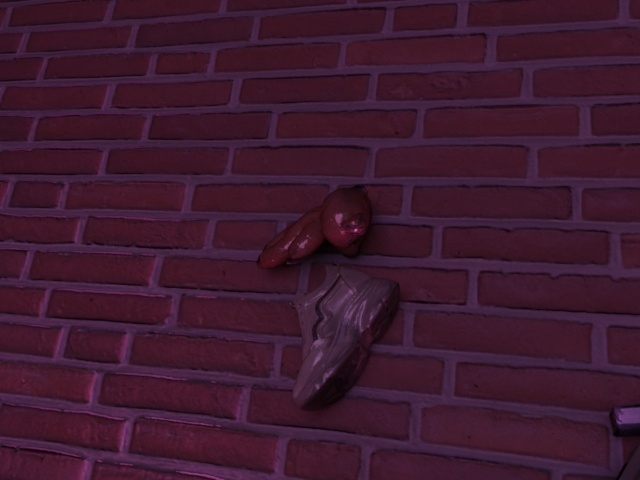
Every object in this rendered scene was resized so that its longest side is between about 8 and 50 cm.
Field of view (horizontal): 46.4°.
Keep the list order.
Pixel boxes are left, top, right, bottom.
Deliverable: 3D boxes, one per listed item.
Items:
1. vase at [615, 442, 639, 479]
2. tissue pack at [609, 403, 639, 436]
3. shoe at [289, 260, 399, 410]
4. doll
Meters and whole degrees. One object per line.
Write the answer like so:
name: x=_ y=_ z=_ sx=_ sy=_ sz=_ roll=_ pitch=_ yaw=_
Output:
vase: x=0.542 y=0.473 z=1.262 sx=0.360 sy=0.165 sz=0.165 roll=-30 pitch=57 yaw=-34
tissue pack: x=0.627 y=0.333 z=1.395 sx=0.156 sy=0.112 sz=0.051 roll=-9 pitch=65 yaw=13
shoe: x=0.010 y=0.200 z=1.639 sx=0.211 sy=0.132 sz=0.342 roll=27 pitch=74 yaw=29
doll: x=0.000 y=0.000 z=1.728 sx=0.303 sy=0.156 sz=0.201 roll=-32 pitch=20 yaw=24
